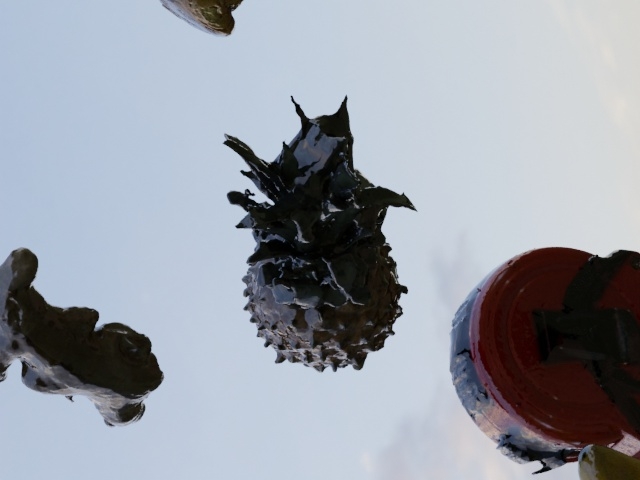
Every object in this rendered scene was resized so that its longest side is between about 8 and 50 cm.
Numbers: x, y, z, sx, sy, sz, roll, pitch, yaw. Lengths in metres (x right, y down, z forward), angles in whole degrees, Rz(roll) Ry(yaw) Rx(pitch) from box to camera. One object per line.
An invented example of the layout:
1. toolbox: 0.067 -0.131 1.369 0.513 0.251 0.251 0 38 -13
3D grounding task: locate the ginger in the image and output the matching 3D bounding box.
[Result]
1. ginger: -0.298 0.141 1.725 0.333 0.166 0.080 39 -165 -47

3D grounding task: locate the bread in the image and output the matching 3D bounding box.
1. bread: -0.078 -0.154 0.832 0.081 0.046 0.083 42 179 37

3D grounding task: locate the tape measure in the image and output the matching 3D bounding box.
1. tape measure: 0.270 0.132 1.580 0.114 0.260 0.253 122 143 -62

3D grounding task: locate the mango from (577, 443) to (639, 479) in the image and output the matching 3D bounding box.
1. mango: 0.299 0.231 1.253 0.190 0.075 0.098 25 -145 -34

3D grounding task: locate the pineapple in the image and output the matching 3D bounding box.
1. pineapple: 0.004 0.000 1.245 0.364 0.165 0.165 87 177 -67
